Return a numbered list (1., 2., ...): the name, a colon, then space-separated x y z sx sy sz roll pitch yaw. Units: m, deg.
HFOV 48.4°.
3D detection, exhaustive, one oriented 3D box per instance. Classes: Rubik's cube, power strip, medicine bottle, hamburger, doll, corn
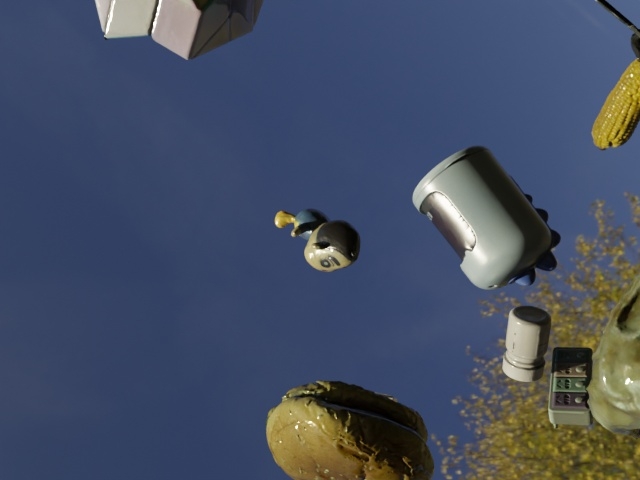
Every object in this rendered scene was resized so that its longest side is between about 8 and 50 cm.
1. Rubik's cube: -0.265 -0.549 1.359 0.358 0.368 0.387 30 -146 6
2. power strip: 0.572 0.314 1.532 0.215 0.145 0.061 -59 -42 -52
3. medicine bottle: 0.514 0.255 1.774 0.105 0.105 0.168 -13 -64 -30
4. hamburger: 0.043 0.341 1.156 0.266 0.285 0.134 22 -131 -13
5. doll: 0.000 0.000 1.132 0.102 0.179 0.088 17 -86 -39
6. corn: 0.716 -0.315 1.673 0.097 0.261 0.097 4 -131 -5

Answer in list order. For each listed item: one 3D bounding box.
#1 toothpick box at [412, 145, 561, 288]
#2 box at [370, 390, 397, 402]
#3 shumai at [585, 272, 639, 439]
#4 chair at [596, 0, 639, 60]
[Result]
1. toothpick box: 0.428 -0.041 1.771 0.263 0.263 0.354 -20 -113 -31
2. box: 0.094 0.348 1.530 0.129 0.130 0.051 8 -103 12
3. shumai: 0.480 0.143 0.726 0.330 0.288 0.292 -48 -49 -5
4. chair: 0.450 -0.247 0.839 0.221 0.145 0.140 34 -152 -41
